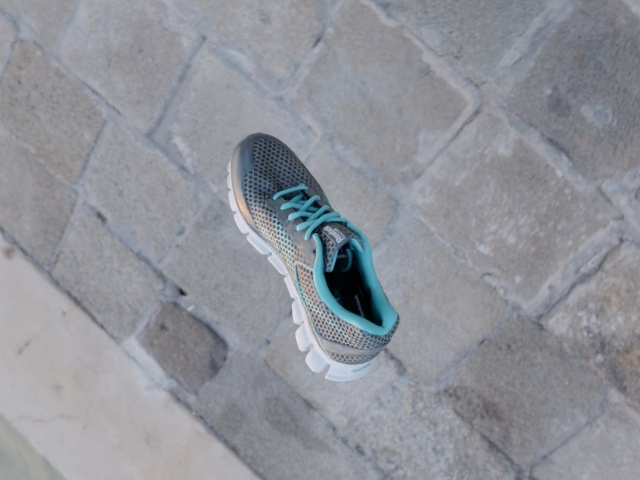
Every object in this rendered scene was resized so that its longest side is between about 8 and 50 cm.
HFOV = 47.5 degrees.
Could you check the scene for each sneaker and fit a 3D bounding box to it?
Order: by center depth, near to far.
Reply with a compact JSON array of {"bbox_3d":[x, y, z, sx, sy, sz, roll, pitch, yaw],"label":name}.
[{"bbox_3d":[0.000,0.000,0.439,0.166,0.065,0.076,61,153,9],"label":"sneaker"}]
